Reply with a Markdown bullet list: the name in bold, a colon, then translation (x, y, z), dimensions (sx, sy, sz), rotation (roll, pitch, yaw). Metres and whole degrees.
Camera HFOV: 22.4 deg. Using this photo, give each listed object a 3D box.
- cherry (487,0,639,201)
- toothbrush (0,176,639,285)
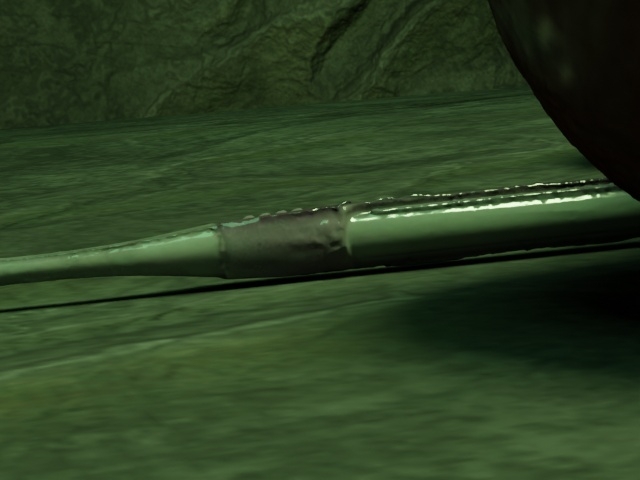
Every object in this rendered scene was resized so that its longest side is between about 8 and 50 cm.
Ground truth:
- **cherry**: translation (0.183, -0.097, 0.419), dimensions (0.285, 0.236, 0.213), rotation (-19, 37, 11)
- **toothbrush**: translation (0.000, 0.000, 0.544), dimensions (0.354, 0.024, 0.029), rotation (-6, -1, -12)
